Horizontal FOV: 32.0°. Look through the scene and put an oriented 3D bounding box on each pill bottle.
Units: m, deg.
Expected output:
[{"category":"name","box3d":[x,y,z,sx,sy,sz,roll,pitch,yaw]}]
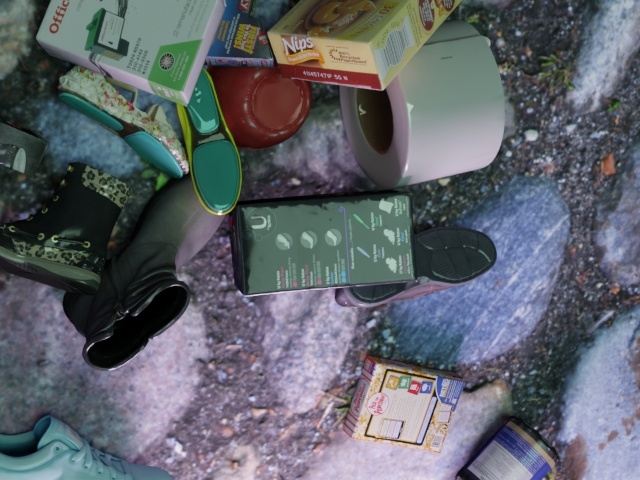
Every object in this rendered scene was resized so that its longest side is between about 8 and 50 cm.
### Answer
[{"category":"pill bottle","box3d":[0.331,0.443,2.082,0.219,0.123,0.123,-46,117,-6]}]

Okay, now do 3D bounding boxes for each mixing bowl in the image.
[{"category":"mixing bowl","box3d":[-0.083,-0.220,1.725,0.181,0.098,0.181,-7,108,-23]}]

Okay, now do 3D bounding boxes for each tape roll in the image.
[{"category":"tape roll","box3d":[0.155,-0.214,1.752,0.169,0.246,0.246,-13,109,-21]}]

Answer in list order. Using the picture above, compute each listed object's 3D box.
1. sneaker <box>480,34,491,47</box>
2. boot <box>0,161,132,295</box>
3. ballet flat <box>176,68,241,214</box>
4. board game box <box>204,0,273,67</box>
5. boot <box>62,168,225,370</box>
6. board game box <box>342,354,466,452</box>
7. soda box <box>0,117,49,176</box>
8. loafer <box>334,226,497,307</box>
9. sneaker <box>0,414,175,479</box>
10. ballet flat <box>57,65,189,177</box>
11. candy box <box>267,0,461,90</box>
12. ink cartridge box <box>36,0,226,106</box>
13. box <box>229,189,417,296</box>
[{"category":"sneaker","box3d":[0.244,-0.321,1.876,0.109,0.044,0.040,-17,109,-21]},{"category":"boot","box3d":[-0.408,-0.035,1.638,0.236,0.085,0.179,20,69,-1]},{"category":"ballet flat","box3d":[-0.172,-0.149,1.685,0.077,0.077,0.231,-13,87,-15]},{"category":"board game box","box3d":[-0.149,-0.333,1.642,0.194,0.060,0.194,16,86,-2]},{"category":"boot","box3d":[-0.229,0.044,1.659,0.118,0.222,0.338,43,85,-27]},{"category":"board game box","box3d":[0.151,0.295,2.003,0.193,0.045,0.147,15,98,-27]},{"category":"soda box","box3d":[-0.470,-0.148,1.567,0.169,0.053,0.060,24,94,-44]},{"category":"loafer","box3d":[0.159,0.050,1.929,0.302,0.095,0.109,-15,79,-25]},{"category":"sneaker","box3d":[-0.387,0.351,1.723,0.366,0.135,0.150,6,105,-27]},{"category":"ballet flat","box3d":[-0.278,-0.186,1.657,0.241,0.091,0.077,37,66,-31]},{"category":"candy box","box3d":[0.088,-0.352,1.648,0.316,0.183,0.087,-50,138,-33]},{"category":"ink cartridge box","box3d":[-0.263,-0.305,1.560,0.219,0.092,0.160,20,86,1]},{"category":"box","box3d":[0.000,0.000,1.741,0.270,0.165,0.143,-5,94,-9]}]
